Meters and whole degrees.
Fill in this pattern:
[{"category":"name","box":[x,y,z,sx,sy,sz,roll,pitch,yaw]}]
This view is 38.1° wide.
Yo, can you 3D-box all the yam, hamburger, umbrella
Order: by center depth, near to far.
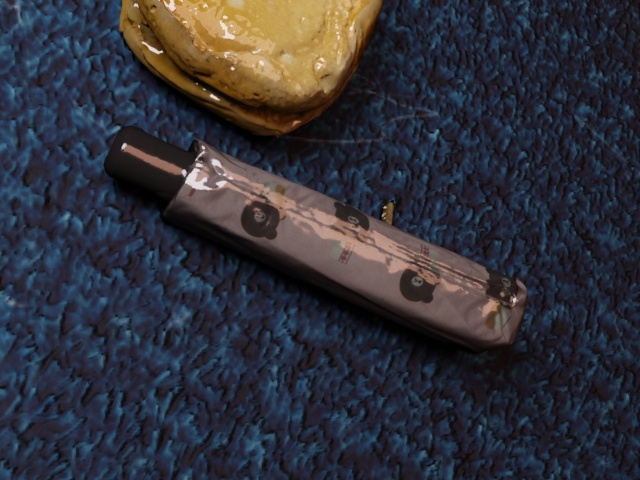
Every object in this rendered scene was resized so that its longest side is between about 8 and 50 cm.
[{"category":"umbrella","box":[0.000,0.000,0.699,0.337,0.073,0.067,23,57,-10]},{"category":"hamburger","box":[-0.047,-0.193,0.733,0.213,0.108,0.214,10,67,-23]},{"category":"yam","box":[0.049,0.016,0.761,0.014,0.014,0.107,18,66,-20]}]
